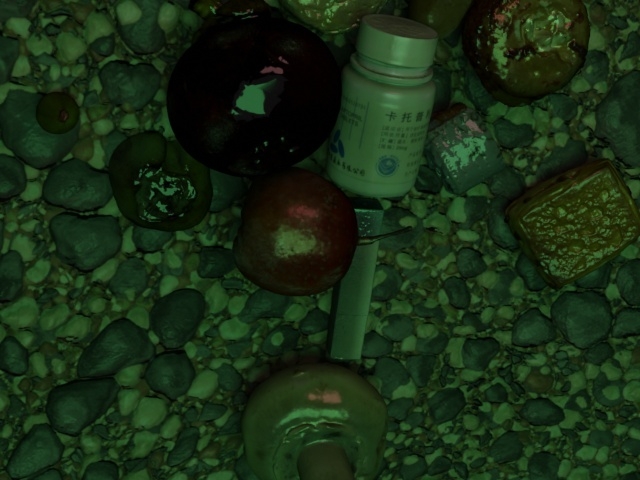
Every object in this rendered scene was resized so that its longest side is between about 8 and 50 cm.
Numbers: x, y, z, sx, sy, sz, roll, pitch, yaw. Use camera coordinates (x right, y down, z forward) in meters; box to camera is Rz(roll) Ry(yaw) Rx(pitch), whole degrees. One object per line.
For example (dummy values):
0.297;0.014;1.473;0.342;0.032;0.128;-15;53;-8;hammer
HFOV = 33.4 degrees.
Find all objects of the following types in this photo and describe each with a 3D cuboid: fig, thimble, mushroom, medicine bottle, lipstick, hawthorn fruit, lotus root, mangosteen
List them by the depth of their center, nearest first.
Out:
-0.118;-0.251;1.798;0.297;0.293;0.297;-20;137;-20;mangosteen
-0.451;-0.218;1.839;0.074;0.088;0.074;-8;108;-25;fig
0.111;-0.235;1.861;0.170;0.170;0.293;5;117;-12;medicine bottle
-0.041;-0.003;1.906;0.231;0.263;0.235;0;126;-56;hawthorn fruit
-0.285;-0.097;1.926;0.183;0.078;0.204;-16;113;-4;lotus root
0.254;-0.167;1.962;0.118;0.127;0.151;-32;101;2;thimble
0.007;0.407;2.048;0.314;0.336;0.314;-8;120;-14;mushroom
0.064;0.076;2.064;0.068;0.066;0.317;3;112;-12;lipstick

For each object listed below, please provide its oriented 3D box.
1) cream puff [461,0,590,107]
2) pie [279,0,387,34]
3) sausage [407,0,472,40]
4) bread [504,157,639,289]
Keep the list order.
0.359;-0.357;1.884;0.240;0.164;0.240;-5;103;-24;cream puff
0.029;-0.448;1.848;0.218;0.052;0.185;-9;112;-9;pie
0.253;-0.573;1.793;0.136;0.123;0.501;17;112;14;sausage
0.497;-0.040;2.080;0.235;0.099;0.210;-32;112;10;bread
